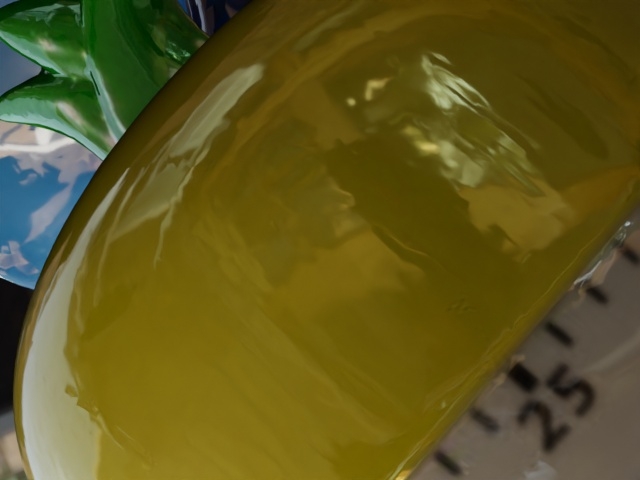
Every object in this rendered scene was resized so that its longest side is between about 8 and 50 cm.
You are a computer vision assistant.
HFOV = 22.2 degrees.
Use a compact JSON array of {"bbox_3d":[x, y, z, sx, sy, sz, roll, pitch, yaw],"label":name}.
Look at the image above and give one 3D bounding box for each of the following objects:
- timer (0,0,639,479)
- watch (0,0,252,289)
[{"bbox_3d":[0.000,0.000,0.516,0.285,0.285,0.285,56,-21,33],"label":"timer"},{"bbox_3d":[-0.120,-0.129,0.720,0.241,0.274,0.305,-45,-157,33],"label":"watch"}]
